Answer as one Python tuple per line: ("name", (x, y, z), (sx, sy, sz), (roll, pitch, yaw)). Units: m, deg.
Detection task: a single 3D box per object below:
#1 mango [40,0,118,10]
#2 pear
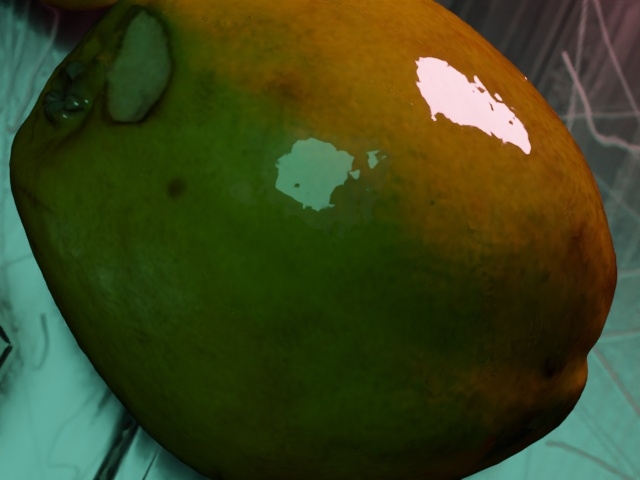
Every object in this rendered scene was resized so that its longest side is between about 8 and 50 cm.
("mango", (-0.171, -0.229, 0.911), (0.141, 0.102, 0.217), (-28, 77, -5))
("pear", (0.000, 0.000, 0.797), (0.321, 0.269, 0.269), (21, 74, -18))
